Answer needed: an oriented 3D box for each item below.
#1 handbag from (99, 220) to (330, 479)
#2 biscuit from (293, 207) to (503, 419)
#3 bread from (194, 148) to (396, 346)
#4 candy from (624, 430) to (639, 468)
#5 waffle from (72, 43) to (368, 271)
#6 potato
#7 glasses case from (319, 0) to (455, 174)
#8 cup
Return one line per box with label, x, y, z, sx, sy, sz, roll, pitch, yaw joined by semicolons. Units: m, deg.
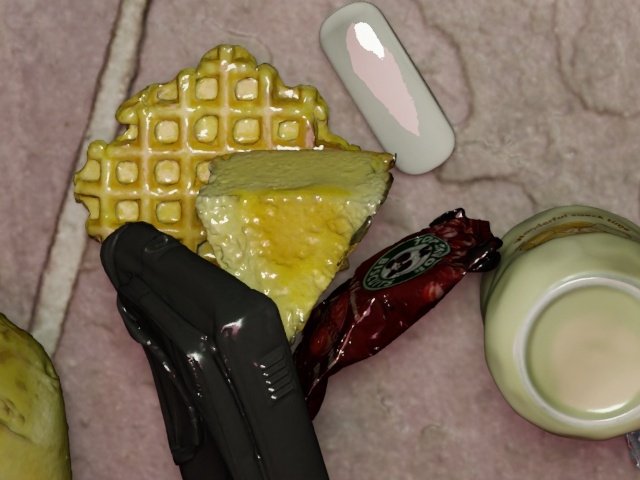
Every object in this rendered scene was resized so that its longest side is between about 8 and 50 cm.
handbag;-0.089;0.132;1.418;0.088;0.244;0.275;-30;123;-19
biscuit;0.059;0.055;1.458;0.235;0.151;0.063;-36;109;12
bread;0.000;0.000;1.410;0.160;0.140;0.169;-16;109;15
candy;0.292;0.189;1.537;0.030;0.020;0.083;-24;102;9
waffle;-0.085;-0.039;1.498;0.254;0.052;0.245;-41;98;11
potato;-0.320;0.187;1.502;0.246;0.196;0.300;10;135;22
glasses case;0.059;-0.134;1.469;0.063;0.041;0.164;-32;98;8
cup;0.260;0.086;1.423;0.255;0.202;0.173;27;103;-3
